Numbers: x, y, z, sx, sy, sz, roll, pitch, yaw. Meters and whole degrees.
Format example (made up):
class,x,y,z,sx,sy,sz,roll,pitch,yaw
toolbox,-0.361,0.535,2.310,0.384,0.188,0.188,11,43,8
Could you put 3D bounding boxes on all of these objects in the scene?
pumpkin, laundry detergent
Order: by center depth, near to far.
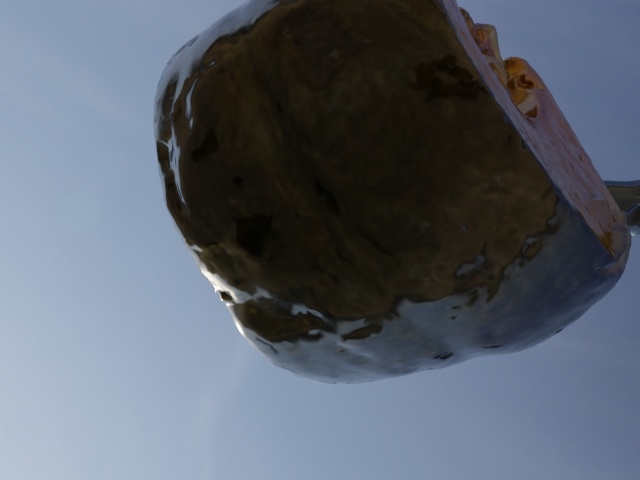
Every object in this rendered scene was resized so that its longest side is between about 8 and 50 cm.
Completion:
class,x,y,z,sx,sy,sz,roll,pitch,yaw
pumpkin,0.050,-0.041,0.557,0.225,0.303,0.256,-30,-129,29
laundry detergent,0.413,-0.048,1.191,0.206,0.061,0.097,-5,-57,1
